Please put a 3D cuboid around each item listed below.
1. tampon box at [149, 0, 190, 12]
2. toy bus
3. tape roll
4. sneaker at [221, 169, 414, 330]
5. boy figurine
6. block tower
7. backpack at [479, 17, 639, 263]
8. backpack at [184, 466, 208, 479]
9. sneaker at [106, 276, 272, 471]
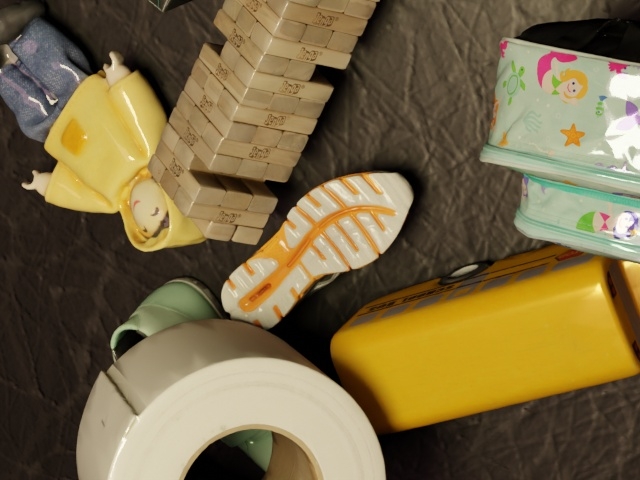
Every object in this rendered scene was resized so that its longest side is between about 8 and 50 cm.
[{"bbox_3d":[-0.119,-0.287,1.467,0.120,0.161,0.101,40,119,7],"label":"tampon box"},{"bbox_3d":[0.185,0.071,1.467,0.333,0.130,0.108,-17,100,29],"label":"toy bus"},{"bbox_3d":[-0.082,0.203,1.484,0.246,0.169,0.246,-3,100,-16],"label":"tape roll"},{"bbox_3d":[0.000,0.000,1.561,0.215,0.083,0.084,-35,91,26],"label":"sneaker"},{"bbox_3d":[-0.220,-0.092,1.627,0.285,0.092,0.177,48,118,6],"label":"boy figurine"},{"bbox_3d":[-0.040,-0.161,1.479,0.097,0.091,0.335,48,121,44],"label":"block tower"},{"bbox_3d":[0.243,-0.079,1.286,0.225,0.253,0.191,15,96,30],"label":"backpack"},{"bbox_3d":[-0.202,0.370,1.692,0.213,0.276,0.263,28,124,20],"label":"backpack"},{"bbox_3d":[-0.101,0.163,1.623,0.256,0.151,0.094,49,120,2],"label":"sneaker"}]
